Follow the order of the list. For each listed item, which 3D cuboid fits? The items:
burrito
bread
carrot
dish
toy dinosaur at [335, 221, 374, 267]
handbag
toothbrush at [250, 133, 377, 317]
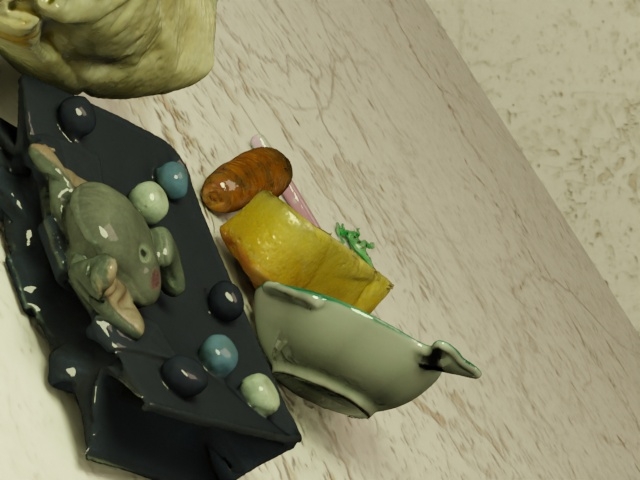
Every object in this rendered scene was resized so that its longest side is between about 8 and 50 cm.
[{"bbox_3d":[-0.197,-0.187,1.498,0.135,0.190,0.332,65,9,18],"label":"burrito"},{"bbox_3d":[-0.017,0.026,1.838,0.102,0.094,0.245,45,5,30],"label":"bread"},{"bbox_3d":[-0.080,-0.064,1.892,0.060,0.060,0.186,59,21,3],"label":"carrot"},{"bbox_3d":[0.026,0.119,1.705,0.224,0.246,0.078,41,68,-48],"label":"dish"},{"bbox_3d":[0.047,0.010,2.185,0.062,0.021,0.083,24,33,-51],"label":"toy dinosaur"},{"bbox_3d":[-0.151,0.030,1.419,0.269,0.118,0.326,29,31,-58],"label":"handbag"},{"bbox_3d":[0.000,0.000,2.070,0.286,0.020,0.025,58,8,-1],"label":"toothbrush"}]
